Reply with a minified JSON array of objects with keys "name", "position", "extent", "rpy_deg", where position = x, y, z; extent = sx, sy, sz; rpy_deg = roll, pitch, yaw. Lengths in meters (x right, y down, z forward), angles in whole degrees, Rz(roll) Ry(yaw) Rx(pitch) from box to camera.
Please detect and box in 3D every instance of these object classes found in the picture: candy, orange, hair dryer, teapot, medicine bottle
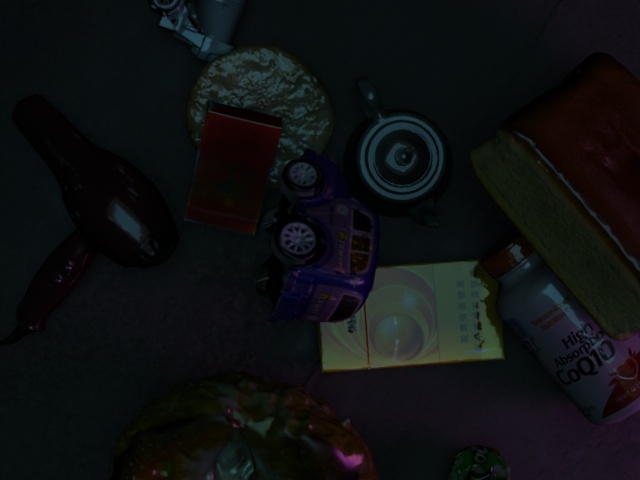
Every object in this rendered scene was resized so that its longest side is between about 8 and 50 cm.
[{"name":"candy","position":[0.213,0.454,1.722],"extent":[0.097,0.097,0.324],"rpy_deg":[7,98,1]},{"name":"orange","position":[-0.094,0.298,1.644],"extent":[0.368,0.210,0.271],"rpy_deg":[14,128,3]},{"name":"hair dryer","position":[-0.399,0.000,1.730],"extent":[0.312,0.123,0.340],"rpy_deg":[42,101,12]},{"name":"teapot","position":[0.108,-0.123,1.684],"extent":[0.162,0.149,0.239],"rpy_deg":[-25,90,2]},{"name":"medicine bottle","position":[0.353,0.108,1.667],"extent":[0.157,0.157,0.289],"rpy_deg":[-41,92,0]}]

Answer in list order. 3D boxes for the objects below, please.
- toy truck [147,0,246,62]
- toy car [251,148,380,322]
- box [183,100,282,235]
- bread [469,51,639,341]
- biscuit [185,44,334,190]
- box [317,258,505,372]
[{"name":"toy truck","position":[-0.157,-0.393,1.716],"extent":[0.140,0.108,0.257],"rpy_deg":[22,92,-12]},{"name":"toy car","position":[0.000,0.000,1.660],"extent":[0.157,0.172,0.235],"rpy_deg":[11,61,-10]},{"name":"box","position":[-0.126,-0.102,1.701],"extent":[0.112,0.048,0.175],"rpy_deg":[13,114,-7]},{"name":"bread","position":[0.391,-0.069,1.603],"extent":[0.333,0.323,0.143],"rpy_deg":[49,133,1]},{"name":"biscuit","position":[-0.088,-0.177,1.725],"extent":[0.219,0.033,0.220],"rpy_deg":[-1,105,-3]},{"name":"box","position":[0.129,0.109,1.732],"extent":[0.269,0.043,0.153],"rpy_deg":[-3,85,1]}]
